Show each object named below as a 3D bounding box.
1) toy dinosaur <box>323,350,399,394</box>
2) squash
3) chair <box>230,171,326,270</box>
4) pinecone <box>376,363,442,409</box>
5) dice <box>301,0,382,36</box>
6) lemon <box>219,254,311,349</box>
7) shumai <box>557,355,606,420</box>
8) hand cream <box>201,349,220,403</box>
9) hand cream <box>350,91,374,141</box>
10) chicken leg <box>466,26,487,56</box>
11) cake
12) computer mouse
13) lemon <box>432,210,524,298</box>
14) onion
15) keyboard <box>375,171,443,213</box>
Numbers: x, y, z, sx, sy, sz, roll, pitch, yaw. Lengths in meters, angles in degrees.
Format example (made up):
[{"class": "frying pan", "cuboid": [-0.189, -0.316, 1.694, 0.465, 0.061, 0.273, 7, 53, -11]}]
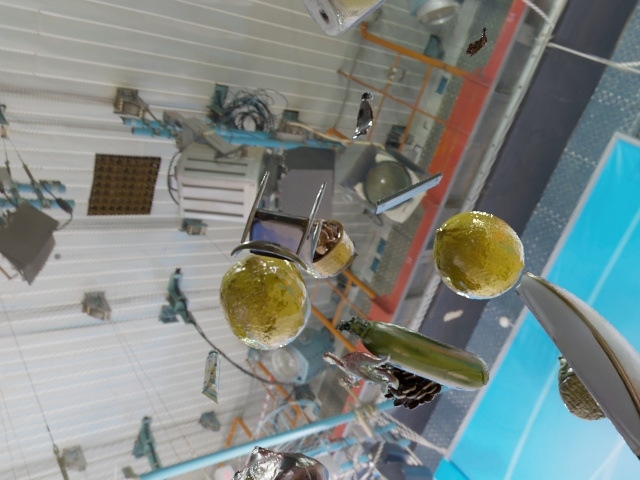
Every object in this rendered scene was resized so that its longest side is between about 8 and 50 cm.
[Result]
[{"class": "toy dinosaur", "cuboid": [0.078, 0.242, 1.127, 0.053, 0.167, 0.242, -50, -16, -22]}, {"class": "squash", "cuboid": [0.188, 0.221, 1.139, 0.331, 0.087, 0.087, 23, -72, -7]}, {"class": "chair", "cuboid": [-0.098, -0.016, 1.447, 0.166, 0.188, 0.272, 95, -171, -45]}, {"class": "pinecone", "cuboid": [0.202, 0.294, 1.304, 0.173, 0.173, 0.174, -23, -47, -27]}, {"class": "dice", "cuboid": [0.059, -0.621, 1.379, 0.193, 0.194, 0.192, -38, -78, -8]}, {"class": "lemon", "cuboid": [-0.152, 0.177, 1.636, 0.257, 0.258, 0.310, -33, -45, -17]}, {"class": "shumai", "cuboid": [0.703, 0.370, 1.523, 0.184, 0.184, 0.142, -66, -8, 20]}, {"class": "hand cream", "cuboid": [-0.314, 0.388, 1.665, 0.043, 0.171, 0.065, -34, -57, 19]}, {"class": "hand cream", "cuboid": [0.123, -0.349, 1.634, 0.039, 0.062, 0.163, 37, -127, -38]}, {"class": "chicken leg", "cuboid": [0.414, -0.515, 1.508, 0.083, 0.036, 0.021, -50, -27, 15]}, {"class": "cake", "cuboid": [0.000, 0.000, 1.854, 0.207, 0.185, 0.178, -37, -57, -18]}, {"class": "computer mouse", "cuboid": [0.370, 0.156, 0.748, 0.158, 0.310, 0.072, 28, -63, -38]}, {"class": "lemon", "cuboid": [0.322, 0.029, 1.203, 0.203, 0.178, 0.178, 28, -78, -14]}, {"class": "onion", "cuboid": [-0.117, 0.558, 1.310, 0.271, 0.195, 0.272, -26, -25, -13]}, {"class": "keyboard", "cuboid": [0.209, -0.112, 1.371, 0.176, 0.014, 0.055, -26, -20, -9]}]
